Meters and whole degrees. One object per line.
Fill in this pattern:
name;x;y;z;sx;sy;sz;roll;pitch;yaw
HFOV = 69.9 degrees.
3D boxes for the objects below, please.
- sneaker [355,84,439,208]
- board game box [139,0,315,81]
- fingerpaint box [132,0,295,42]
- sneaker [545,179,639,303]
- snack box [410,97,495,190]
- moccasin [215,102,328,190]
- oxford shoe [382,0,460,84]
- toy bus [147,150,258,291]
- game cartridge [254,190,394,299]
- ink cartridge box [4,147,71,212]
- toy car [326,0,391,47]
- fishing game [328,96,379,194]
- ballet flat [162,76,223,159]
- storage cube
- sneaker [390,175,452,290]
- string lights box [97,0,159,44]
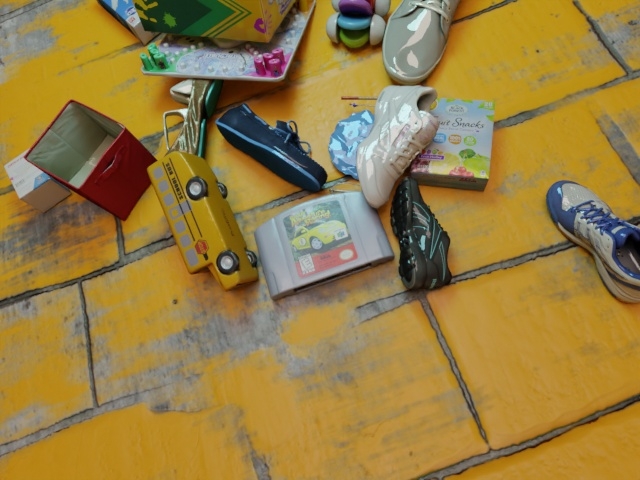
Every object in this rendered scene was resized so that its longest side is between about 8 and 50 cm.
sneaker;0.172;-0.217;1.013;0.152;0.114;0.306;7;75;38
board game box;-0.241;-0.576;1.241;0.389;0.050;0.390;7;55;11
fingerpaint box;-0.237;-0.738;1.226;0.370;0.163;0.445;12;56;15
sneaker;0.585;-0.021;0.927;0.111;0.131;0.297;-30;67;-1
snack box;0.310;-0.230;1.077;0.174;0.070;0.207;7;70;12
moccasin;-0.111;-0.248;1.117;0.341;0.138;0.117;36;75;18
oxford shoe;0.282;-0.606;1.178;0.169;0.130;0.450;25;77;2
toy bus;-0.266;-0.039;1.047;0.130;0.108;0.333;-26;83;15
game cartridge;0.000;0.000;1.055;0.293;0.060;0.196;-20;65;2
ink cartridge box;-0.750;-0.166;1.212;0.092;0.090;0.143;-36;68;-5
toy car;0.096;-0.608;1.201;0.159;0.136;0.182;11;87;12
fishing game;0.114;-0.233;1.127;0.188;0.041;0.265;2;77;9
ballet flat;-0.339;-0.329;1.189;0.123;0.116;0.343;11;77;-6
storage cube;-0.551;-0.195;1.136;0.214;0.193;0.184;27;76;18
sneaker;0.222;-0.016;1.016;0.106;0.101;0.268;2;68;-14
string lights box;-0.572;-0.722;1.391;0.133;0.077;0.259;-44;70;-9
